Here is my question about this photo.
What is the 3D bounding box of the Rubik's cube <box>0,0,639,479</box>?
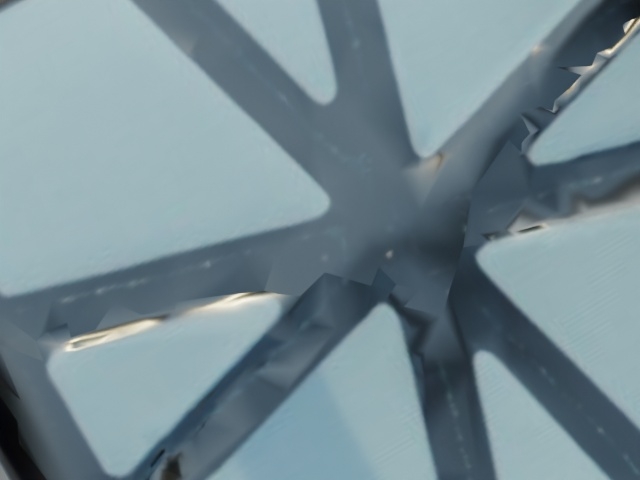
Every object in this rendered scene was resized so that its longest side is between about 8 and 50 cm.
[{"bbox_3d":[0.000,0.000,0.707,0.288,0.283,0.293,-31,94,-7],"label":"Rubik's cube"}]
